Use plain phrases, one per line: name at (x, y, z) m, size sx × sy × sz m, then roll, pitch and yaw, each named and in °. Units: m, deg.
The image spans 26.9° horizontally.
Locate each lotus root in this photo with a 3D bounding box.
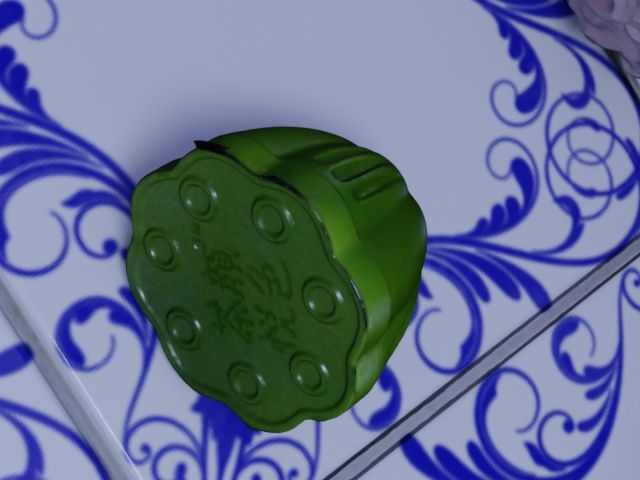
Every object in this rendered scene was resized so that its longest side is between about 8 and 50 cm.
lotus root at (0.000, 0.000, 0.816) m, size 0.186 × 0.186 × 0.186 m, roll 5°, pitch 78°, yaw -24°

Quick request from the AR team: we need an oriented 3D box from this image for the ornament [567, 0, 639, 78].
ornament at (0.289, -0.219, 0.934) m, size 0.259 × 0.259 × 0.225 m, roll -38°, pitch 127°, yaw -26°
